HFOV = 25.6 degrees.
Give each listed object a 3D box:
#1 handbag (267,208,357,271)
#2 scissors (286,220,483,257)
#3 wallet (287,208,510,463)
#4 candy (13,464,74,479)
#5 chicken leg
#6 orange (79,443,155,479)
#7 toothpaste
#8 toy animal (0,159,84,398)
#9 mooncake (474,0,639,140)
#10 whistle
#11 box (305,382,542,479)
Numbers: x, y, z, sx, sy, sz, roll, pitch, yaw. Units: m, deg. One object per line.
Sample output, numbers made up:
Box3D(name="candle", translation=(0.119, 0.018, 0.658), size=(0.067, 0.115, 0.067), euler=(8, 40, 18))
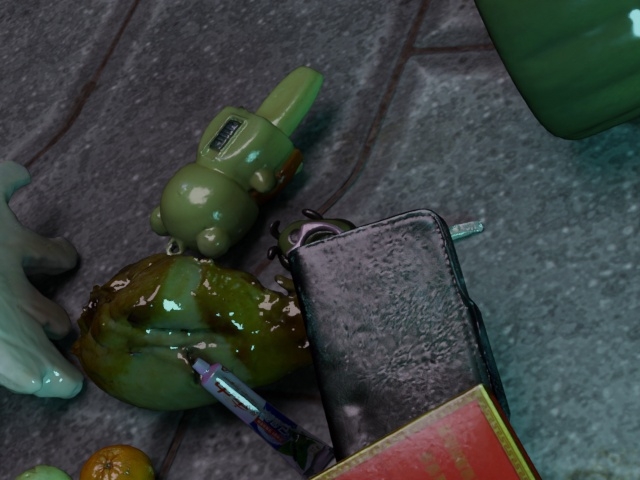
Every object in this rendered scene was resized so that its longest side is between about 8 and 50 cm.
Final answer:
Box3D(name="handbag", translation=(0.000, 0.000, 1.566), size=(0.111, 0.047, 0.072), euler=(-7, 62, 17))
Box3D(name="scissors", translation=(0.072, 0.012, 1.511), size=(0.212, 0.021, 0.110), euler=(-17, 81, 7))
Box3D(name="wallet", translation=(0.081, 0.138, 1.303), size=(0.172, 0.045, 0.318), euler=(-18, 76, 14))
Box3D(name="candy", translation=(-0.333, 0.388, 1.427), size=(0.093, 0.092, 0.335), euler=(21, 69, 1))
Box3D(name="chicken leg", translation=(-0.064, 0.094, 1.445), size=(0.429, 0.201, 0.153), euler=(-3, 44, 17))
Box3D(name="orange", translation=(-0.213, 0.251, 1.463), size=(0.083, 0.070, 0.083), euler=(-14, 47, 15))
Box3D(name="toothpaste", translation=(-0.059, 0.173, 1.385), size=(0.045, 0.170, 0.028), euler=(-51, 11, -12))
Box3D(name="toy animal", translation=(-0.405, 0.083, 1.675), size=(0.188, 0.266, 0.308), euler=(-36, 85, 19))
Box3D(name="mooncake", translation=(0.263, -0.283, 1.439), size=(0.187, 0.351, 0.351), euler=(-19, 46, 18))
Box3D(name="whistle", translation=(-0.091, -0.090, 1.655), size=(0.131, 0.106, 0.288), euler=(22, 68, 44))
Box3D(name="box", translation=(0.078, 0.248, 1.228), size=(0.240, 0.074, 0.153), euler=(-30, 80, 6))
